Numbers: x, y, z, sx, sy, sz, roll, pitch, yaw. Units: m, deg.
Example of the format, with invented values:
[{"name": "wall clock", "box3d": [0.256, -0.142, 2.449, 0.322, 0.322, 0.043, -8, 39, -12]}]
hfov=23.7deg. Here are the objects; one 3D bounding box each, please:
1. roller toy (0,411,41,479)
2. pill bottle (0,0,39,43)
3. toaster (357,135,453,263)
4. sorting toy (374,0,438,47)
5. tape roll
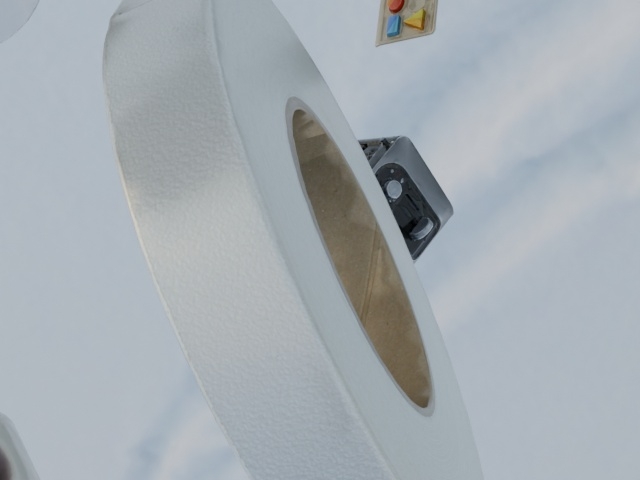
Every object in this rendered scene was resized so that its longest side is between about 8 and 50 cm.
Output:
[{"name": "roller toy", "box3d": [-0.282, 0.218, 1.073, 0.146, 0.191, 0.209, 63, 180, 7]}, {"name": "pill bottle", "box3d": [-0.287, -0.242, 1.057, 0.245, 0.136, 0.136, 55, 169, 31]}, {"name": "toaster", "box3d": [0.000, 0.000, 1.329, 0.186, 0.168, 0.110, 0, 134, 55]}, {"name": "sorting toy", "box3d": [0.075, -0.209, 1.320, 0.062, 0.083, 0.012, -11, 147, 31]}, {"name": "tape roll", "box3d": [-0.005, 0.021, 0.919, 0.072, 0.392, 0.392, -23, 138, 11]}]
